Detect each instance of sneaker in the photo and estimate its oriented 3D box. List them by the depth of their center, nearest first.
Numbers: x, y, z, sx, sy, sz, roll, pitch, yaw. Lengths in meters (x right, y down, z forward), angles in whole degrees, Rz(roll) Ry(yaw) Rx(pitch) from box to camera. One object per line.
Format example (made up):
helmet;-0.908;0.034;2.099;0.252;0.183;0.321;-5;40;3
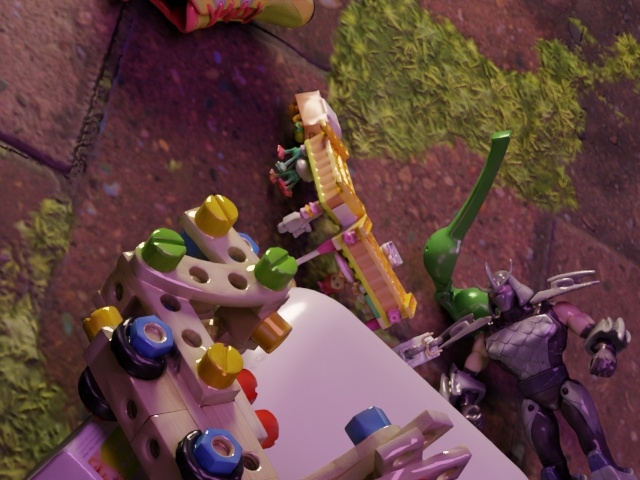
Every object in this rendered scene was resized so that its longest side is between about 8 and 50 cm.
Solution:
sneaker;-0.103;-0.225;1.674;0.208;0.081;0.094;17;65;-24

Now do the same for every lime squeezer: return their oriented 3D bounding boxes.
lime squeezer;0.160;0.039;1.726;0.059;0.110;0.310;-99;172;-63

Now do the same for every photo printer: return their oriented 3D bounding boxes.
photo printer;0.014;0.204;1.510;0.307;0.107;0.256;44;48;-12

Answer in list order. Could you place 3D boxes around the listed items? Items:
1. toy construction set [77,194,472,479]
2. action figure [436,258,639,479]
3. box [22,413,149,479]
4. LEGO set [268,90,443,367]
toy construction set;-0.053;0.110;1.339;0.215;0.151;0.328;-6;39;-44
action figure;0.213;0.148;1.662;0.099;0.185;0.285;-22;88;-61
box;-0.132;0.234;1.349;0.203;0.103;0.114;47;21;-3
LEGO set;0.000;0.000;1.639;0.287;0.107;0.132;64;12;14
